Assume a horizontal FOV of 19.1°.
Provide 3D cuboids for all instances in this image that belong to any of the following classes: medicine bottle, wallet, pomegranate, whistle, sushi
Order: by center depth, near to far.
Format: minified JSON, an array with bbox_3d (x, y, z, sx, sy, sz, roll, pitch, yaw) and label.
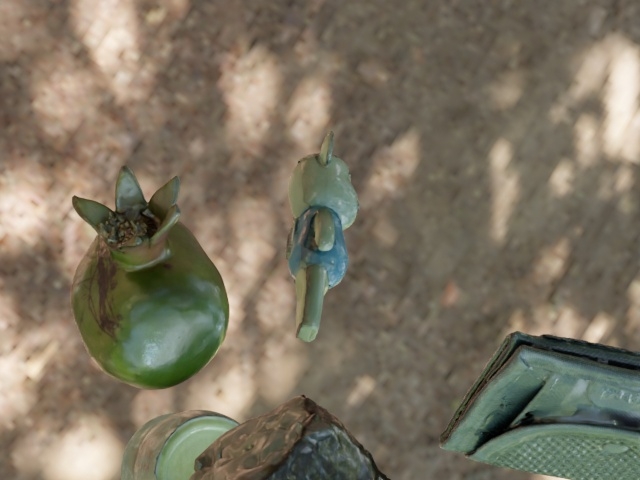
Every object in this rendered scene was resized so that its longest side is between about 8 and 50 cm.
[{"bbox_3d":[-0.151,0.033,1.612,0.131,0.152,0.191,-22,144,-15],"label":"pomegranate"},{"bbox_3d":[-0.046,0.309,1.690,0.207,0.234,0.348,45,57,-16],"label":"sushi"},{"bbox_3d":[0.000,0.000,1.980,0.114,0.077,0.235,112,-15,-53],"label":"whistle"},{"bbox_3d":[0.335,0.214,2.174,0.342,0.075,0.237,12,141,-15],"label":"wallet"},{"bbox_3d":[-0.153,0.276,2.261,0.147,0.147,0.143,-43,-170,-20],"label":"medicine bottle"}]
